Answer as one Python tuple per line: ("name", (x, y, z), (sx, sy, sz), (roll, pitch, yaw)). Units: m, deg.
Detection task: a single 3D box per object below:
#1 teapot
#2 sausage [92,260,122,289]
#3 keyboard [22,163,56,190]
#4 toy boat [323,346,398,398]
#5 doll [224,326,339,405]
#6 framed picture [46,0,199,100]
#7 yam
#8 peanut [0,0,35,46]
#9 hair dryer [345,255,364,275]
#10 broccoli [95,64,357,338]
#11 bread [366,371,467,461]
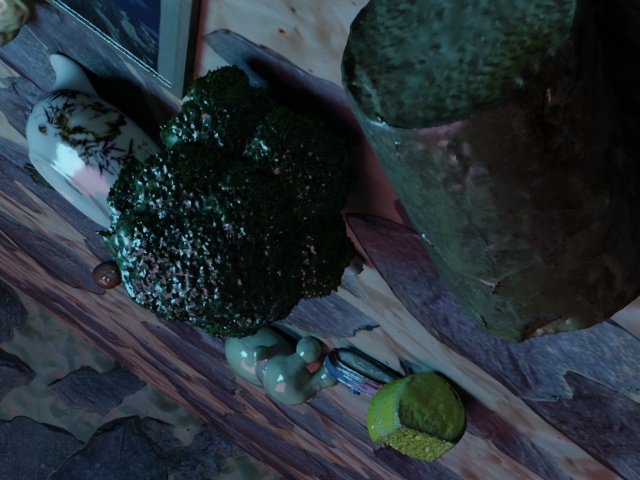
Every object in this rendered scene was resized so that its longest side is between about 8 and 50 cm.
("teapot", (-0.253, -0.099, 1.128), (0.299, 0.166, 0.208), (30, 152, -2))
("sausage", (-0.463, 0.075, 1.930), (0.054, 0.059, 0.094), (63, 156, -12))
("keyboard", (-0.511, -0.114, 1.665), (0.129, 0.015, 0.049), (19, 153, 40))
("toy boat", (0.063, 0.212, 1.381), (0.137, 0.060, 0.061), (24, 135, 22))
("doll", (-0.089, 0.213, 1.552), (0.275, 0.113, 0.155), (9, 149, 50))
("framed picture", (-0.239, -0.272, 0.893), (0.281, 0.019, 0.209), (36, 159, 3))
("yam", (0.127, -0.049, 0.595), (0.161, 0.161, 0.268), (17, 151, 42))
("peanut", (-0.388, -0.273, 1.049), (0.082, 0.082, 0.187), (45, 157, -21))
("hair dryer", (0.000, 0.000, 1.064), (0.137, 0.047, 0.082), (39, 161, -26))
("broccoli", (-0.093, -0.031, 0.920), (0.265, 0.245, 0.294), (9, 141, -18))
("bread", (0.140, 0.245, 1.262), (0.129, 0.111, 0.114), (16, 157, -10))
